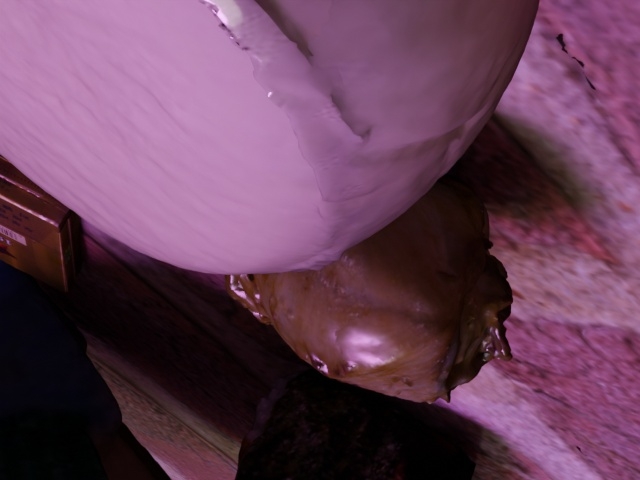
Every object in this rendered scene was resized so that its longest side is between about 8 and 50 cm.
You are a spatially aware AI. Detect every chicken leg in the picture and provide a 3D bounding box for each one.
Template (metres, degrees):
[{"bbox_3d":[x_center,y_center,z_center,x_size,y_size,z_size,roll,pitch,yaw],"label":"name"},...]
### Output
[{"bbox_3d":[0.000,0.000,0.668,0.103,0.088,0.227,-3,-166,-27],"label":"chicken leg"}]

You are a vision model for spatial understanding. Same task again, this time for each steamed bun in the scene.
[{"bbox_3d":[-0.028,-0.084,0.410,0.177,0.131,0.228,38,163,3],"label":"steamed bun"}]

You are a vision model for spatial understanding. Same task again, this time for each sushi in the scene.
[{"bbox_3d":[0.016,0.170,1.012,0.126,0.136,0.225,16,155,9],"label":"sushi"}]

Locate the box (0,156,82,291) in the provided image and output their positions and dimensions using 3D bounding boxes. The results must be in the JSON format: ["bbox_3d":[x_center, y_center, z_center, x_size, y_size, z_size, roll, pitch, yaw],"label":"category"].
[{"bbox_3d":[-0.180,-0.016,0.974,0.090,0.023,0.133,29,162,4],"label":"box"}]

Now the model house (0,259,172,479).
[{"bbox_3d":[-0.226,0.226,1.015,0.343,0.334,0.382,57,171,-23],"label":"model house"}]
